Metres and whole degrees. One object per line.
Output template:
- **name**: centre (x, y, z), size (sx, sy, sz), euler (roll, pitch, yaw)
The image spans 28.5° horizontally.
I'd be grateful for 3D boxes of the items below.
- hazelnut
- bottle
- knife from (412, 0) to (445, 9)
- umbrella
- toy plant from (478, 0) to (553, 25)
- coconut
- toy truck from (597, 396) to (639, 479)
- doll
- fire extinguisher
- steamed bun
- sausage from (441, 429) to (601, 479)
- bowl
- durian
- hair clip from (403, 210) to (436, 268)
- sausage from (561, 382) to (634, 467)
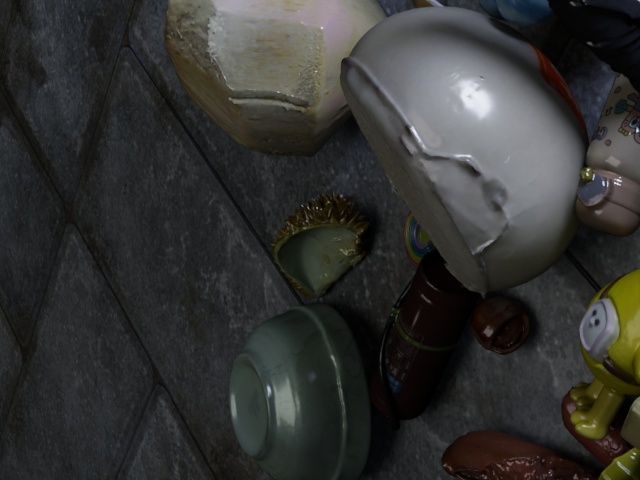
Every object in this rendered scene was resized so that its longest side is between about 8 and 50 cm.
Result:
- **hazelnut**: centre (0.248, 0.116, 1.733), size (0.086, 0.086, 0.086), euler (13, 107, 53)
- **bottle**: centre (0.357, -0.110, 1.444), size (0.097, 0.110, 0.209), euler (18, 84, 46)
- **knife**: centre (0.196, -0.289, 1.770), size (0.256, 0.022, 0.046), euler (52, 155, 40)
- **umbrella**: centre (0.259, -0.293, 1.333), size (0.358, 0.106, 0.113), euler (42, 150, -20)
- **toy plant**: centre (0.284, -0.374, 1.472), size (0.332, 0.247, 0.247), euler (-45, 60, 50)
- **coconut**: centre (-0.059, -0.298, 1.904), size (0.353, 0.353, 0.352), euler (13, 107, 53)
- **toy truck**: centre (0.427, 0.215, 1.357), size (0.180, 0.254, 0.405), euler (45, 133, 35)
- **doll**: centre (0.394, 0.076, 1.449), size (0.199, 0.145, 0.363), euler (-74, 5, -60)
- **fire extinguisher**: centre (0.137, 0.156, 1.857), size (0.141, 0.105, 0.341), euler (-93, 17, -46)
- **steamed bun**: centre (0.197, -0.131, 1.574), size (0.374, 0.241, 0.374), euler (56, 177, 4)
- **sausage**: centre (0.286, 0.319, 1.708), size (0.327, 0.079, 0.087), euler (15, 93, 51)
- **bowl**: centre (-0.046, 0.259, 2.046), size (0.307, 0.163, 0.307), euler (17, 109, 62)
- **durian**: centre (0.000, 0.000, 2.055), size (0.139, 0.144, 0.252), euler (41, 131, -7)
- **hair clip**: centre (0.166, 0.038, 1.864), size (0.188, 0.033, 0.060), euler (63, 142, 25)
- **sausage**: centre (0.362, 0.239, 1.594), size (0.141, 0.076, 0.076), euler (43, 129, 38)
